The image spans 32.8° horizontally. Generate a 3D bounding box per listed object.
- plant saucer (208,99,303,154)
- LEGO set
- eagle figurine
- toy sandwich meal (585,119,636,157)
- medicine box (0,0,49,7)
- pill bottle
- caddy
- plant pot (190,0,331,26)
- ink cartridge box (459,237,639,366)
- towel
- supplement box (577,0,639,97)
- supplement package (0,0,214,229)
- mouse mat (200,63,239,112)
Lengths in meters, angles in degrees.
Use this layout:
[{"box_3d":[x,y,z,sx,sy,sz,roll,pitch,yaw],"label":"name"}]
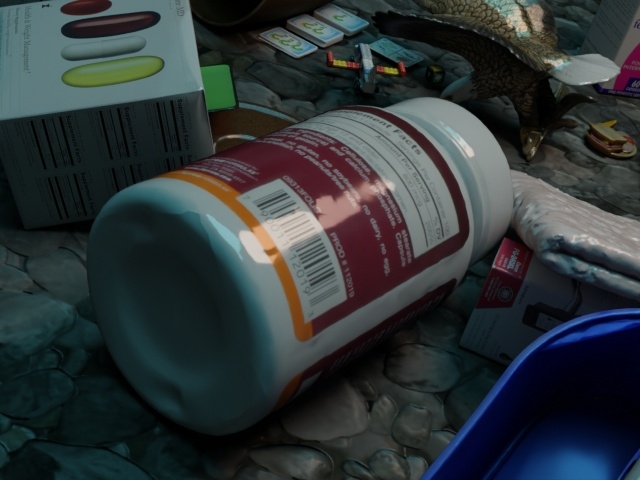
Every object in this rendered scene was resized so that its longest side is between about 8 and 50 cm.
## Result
[{"box_3d":[-0.088,-0.081,1.244,0.310,0.050,0.310,11,34,-8],"label":"plant saucer"},{"box_3d":[0.059,-0.285,1.577,0.244,0.060,0.182,33,40,23],"label":"LEGO set"},{"box_3d":[0.228,-0.258,1.473,0.225,0.298,0.226,-40,16,-8],"label":"eagle figurine"},{"box_3d":[0.419,-0.149,1.564,0.085,0.029,0.085,11,35,-8],"label":"toy sandwich meal"},{"box_3d":[-0.384,-0.431,1.509,0.289,0.149,0.263,21,35,6],"label":"medicine box"},{"box_3d":[0.000,0.000,1.014,0.224,0.224,0.392,36,39,25],"label":"pill bottle"},{"box_3d":[0.198,0.207,0.755,0.241,0.179,0.341,34,70,22],"label":"caddy"},{"box_3d":[-0.059,-0.417,1.603,0.215,0.215,0.230,41,29,30],"label":"plant pot"},{"box_3d":[0.232,0.081,1.100,0.150,0.109,0.063,23,34,8],"label":"ink cartridge box"},{"box_3d":[0.347,0.015,1.156,0.317,0.053,0.332,19,12,-4],"label":"towel"},{"box_3d":[0.506,-0.344,1.703,0.111,0.220,0.114,5,36,-16],"label":"supplement box"},{"box_3d":[-0.220,-0.142,1.120,0.203,0.149,0.194,-9,46,-6],"label":"supplement package"},{"box_3d":[-0.177,-0.178,1.306,0.152,0.007,0.190,-7,24,-4],"label":"mouse mat"}]
